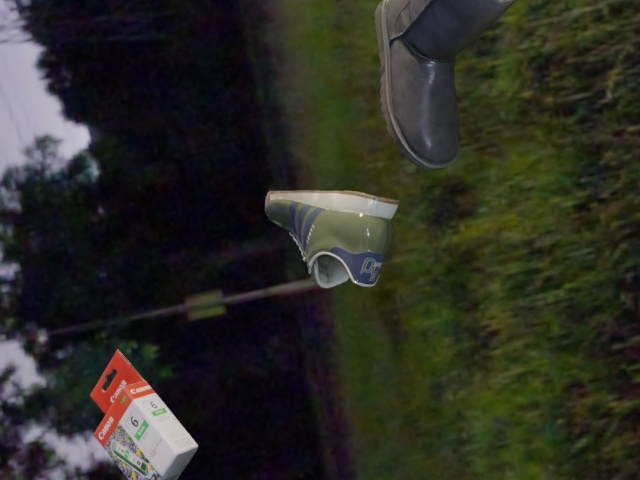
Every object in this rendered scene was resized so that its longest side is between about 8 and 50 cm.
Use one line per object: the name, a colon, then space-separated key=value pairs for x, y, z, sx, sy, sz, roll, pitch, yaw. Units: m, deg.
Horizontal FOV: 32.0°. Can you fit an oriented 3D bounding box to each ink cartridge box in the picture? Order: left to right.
ink cartridge box: x=-0.157 y=0.154 z=0.933 sx=0.115 sy=0.029 sz=0.063 roll=46 pitch=120 yaw=22

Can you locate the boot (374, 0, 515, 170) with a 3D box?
boot: x=0.117 y=-0.171 z=0.952 sx=0.208 sy=0.076 sz=0.190 roll=-24 pitch=81 yaw=64

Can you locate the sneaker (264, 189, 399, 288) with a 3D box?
sneaker: x=0.000 y=0.000 z=1.022 sx=0.192 sy=0.064 sz=0.086 roll=4 pitch=86 yaw=59
